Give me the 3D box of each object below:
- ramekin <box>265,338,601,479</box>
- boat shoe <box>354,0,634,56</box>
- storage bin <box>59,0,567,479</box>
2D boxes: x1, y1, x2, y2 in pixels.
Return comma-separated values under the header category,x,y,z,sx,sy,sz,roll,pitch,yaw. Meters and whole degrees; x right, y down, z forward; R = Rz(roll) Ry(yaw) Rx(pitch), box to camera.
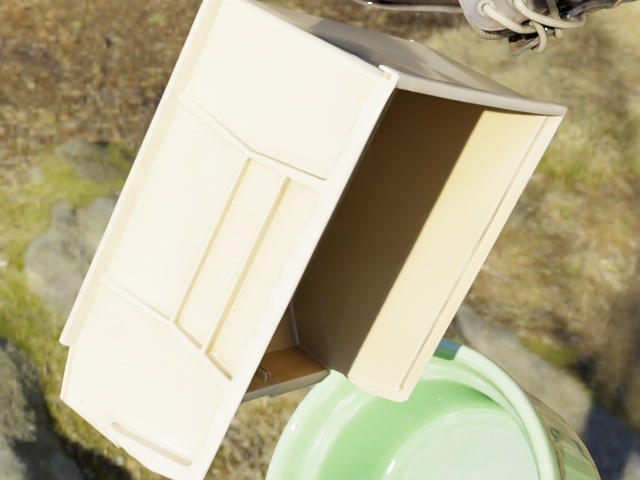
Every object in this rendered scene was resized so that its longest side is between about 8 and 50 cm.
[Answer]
category,x,y,z,sx,sy,sz,roll,pitch,yaw
ramekin,0.106,0.250,1.012,0.148,0.303,0.303,28,13,-46
boat shoe,0.154,-0.194,0.804,0.355,0.130,0.132,20,-3,45
storage bin,0.000,0.000,0.694,0.123,0.260,0.262,33,18,23
